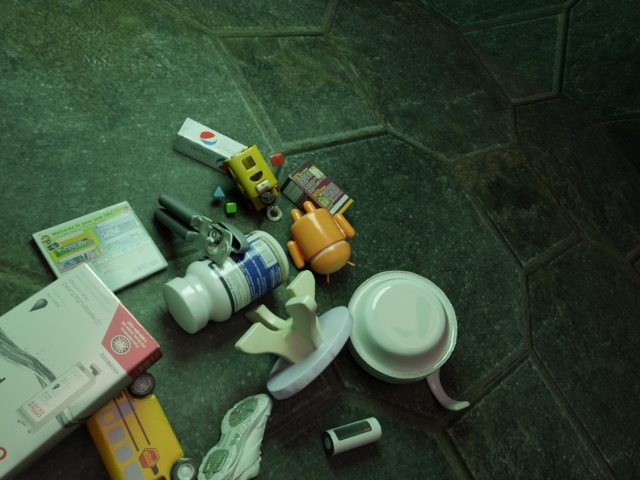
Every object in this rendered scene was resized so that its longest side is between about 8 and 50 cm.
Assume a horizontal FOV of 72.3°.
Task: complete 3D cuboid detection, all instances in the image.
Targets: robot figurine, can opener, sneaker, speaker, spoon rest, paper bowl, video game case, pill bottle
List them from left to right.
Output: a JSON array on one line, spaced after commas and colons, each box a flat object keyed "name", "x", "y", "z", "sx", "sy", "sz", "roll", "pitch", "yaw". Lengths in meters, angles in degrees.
[{"name": "video game case", "x": -0.490, "y": 0.026, "z": 0.988, "sx": 0.213, "sy": 0.023, "sz": 0.193, "roll": -30, "pitch": 80, "yaw": -36}, {"name": "can opener", "x": -0.280, "y": -0.029, "z": 1.024, "sx": 0.284, "sy": 0.075, "sz": 0.095, "roll": 29, "pitch": 13, "yaw": 37}, {"name": "pill bottle", "x": -0.216, "y": 0.094, "z": 1.018, "sx": 0.265, "sy": 0.153, "sz": 0.153, "roll": -31, "pitch": 81, "yaw": -37}, {"name": "sneaker", "x": -0.160, "y": 0.431, "z": 0.915, "sx": 0.115, "sy": 0.091, "sz": 0.232, "roll": 65, "pitch": 35, "yaw": -23}, {"name": "robot figurine", "x": -0.002, "y": 0.001, "z": 1.205, "sx": 0.158, "sy": 0.128, "sz": 0.219, "roll": -23, "pitch": 75, "yaw": -38}, {"name": "speaker", "x": 0.075, "y": 0.461, "z": 1.033, "sx": 0.136, "sy": 0.055, "sz": 0.055, "roll": -2, "pitch": 65, "yaw": -29}, {"name": "paper bowl", "x": 0.206, "y": 0.212, "z": 1.125, "sx": 0.285, "sy": 0.148, "sz": 0.283, "roll": 0, "pitch": 64, "yaw": 0}, {"name": "spoon rest", "x": 0.320, "y": 0.329, "z": 1.217, "sx": 0.138, "sy": 0.084, "sz": 0.276, "roll": -1, "pitch": 66, "yaw": -33}]

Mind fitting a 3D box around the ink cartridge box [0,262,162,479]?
[{"name": "ink cartridge box", "x": -0.444, "y": 0.209, "z": 0.723, "sx": 0.207, "sy": 0.117, "sz": 0.283, "roll": 47, "pitch": 62, "yaw": 4}]

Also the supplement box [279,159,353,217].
[{"name": "supplement box", "x": -0.012, "y": -0.134, "z": 1.301, "sx": 0.188, "sy": 0.081, "sz": 0.104, "roll": 42, "pitch": 52, "yaw": -2}]

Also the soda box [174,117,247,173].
[{"name": "soda box", "x": -0.288, "y": -0.249, "z": 1.220, "sx": 0.216, "sy": 0.074, "sz": 0.069, "roll": 25, "pitch": 55, "yaw": -14}]

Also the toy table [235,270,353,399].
[{"name": "toy table", "x": -0.059, "y": 0.204, "z": 1.007, "sx": 0.160, "sy": 0.252, "sz": 0.274, "roll": 54, "pitch": 40, "yaw": -14}]

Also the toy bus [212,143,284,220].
[{"name": "toy bus", "x": -0.168, "y": -0.152, "z": 1.157, "sx": 0.202, "sy": 0.104, "sz": 0.190, "roll": 10, "pitch": 95, "yaw": -24}]

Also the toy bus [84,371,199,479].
[{"name": "toy bus", "x": -0.353, "y": 0.357, "z": 0.823, "sx": 0.130, "sy": 0.108, "sz": 0.332, "roll": -24, "pitch": 77, "yaw": -36}]
